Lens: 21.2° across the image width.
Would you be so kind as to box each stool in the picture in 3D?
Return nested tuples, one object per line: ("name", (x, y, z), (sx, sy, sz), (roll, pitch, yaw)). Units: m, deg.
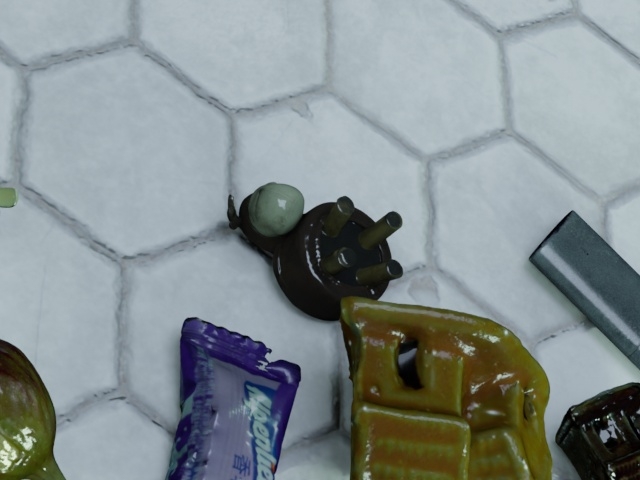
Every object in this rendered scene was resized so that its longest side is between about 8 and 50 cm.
("stool", (0.000, 0.000, 1.874), (0.217, 0.121, 0.125), (40, 53, -9))

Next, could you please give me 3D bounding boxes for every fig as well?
("fig", (-0.285, 0.206, 1.599), (0.245, 0.149, 0.149), (49, 51, -11))

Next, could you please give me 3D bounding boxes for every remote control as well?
("remote control", (0.411, 0.124, 2.065), (0.377, 0.044, 0.107), (44, 45, 1))

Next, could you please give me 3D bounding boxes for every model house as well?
("model house", (0.130, 0.207, 1.775), (0.268, 0.173, 0.239), (9, 56, -11))
("model house", (0.352, 0.246, 1.921), (0.165, 0.106, 0.152), (-17, 70, -30))

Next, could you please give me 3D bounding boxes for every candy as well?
("candy", (-0.096, 0.210, 1.728), (0.145, 0.070, 0.275), (25, 49, -21))

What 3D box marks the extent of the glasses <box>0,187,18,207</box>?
("glasses", (-0.395, -0.012, 1.652), (0.239, 0.207, 0.102), (-18, 108, -33))
